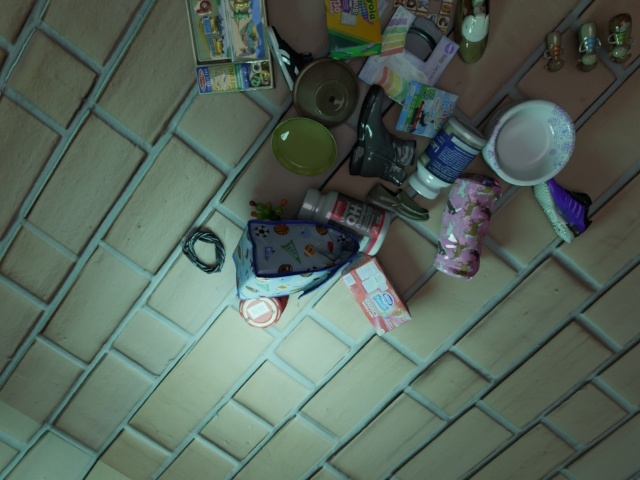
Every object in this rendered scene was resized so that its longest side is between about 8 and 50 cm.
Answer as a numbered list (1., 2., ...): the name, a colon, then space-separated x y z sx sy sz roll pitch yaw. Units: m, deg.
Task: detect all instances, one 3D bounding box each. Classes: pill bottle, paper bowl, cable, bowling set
1. pill bottle: 0.082 -0.079 1.568 0.318 0.176 0.176 21 108 -5
2. paper bowl: 0.705 -0.341 1.470 0.284 0.148 0.284 1 109 2
3. cable: -0.456 0.052 1.709 0.150 0.047 0.184 -39 100 8
4. bowling set: 0.890 -0.620 1.351 0.286 0.200 0.154 -11 109 10
5. pill bottle: 0.435 -0.283 1.481 0.153 0.153 0.265 30 121 -7

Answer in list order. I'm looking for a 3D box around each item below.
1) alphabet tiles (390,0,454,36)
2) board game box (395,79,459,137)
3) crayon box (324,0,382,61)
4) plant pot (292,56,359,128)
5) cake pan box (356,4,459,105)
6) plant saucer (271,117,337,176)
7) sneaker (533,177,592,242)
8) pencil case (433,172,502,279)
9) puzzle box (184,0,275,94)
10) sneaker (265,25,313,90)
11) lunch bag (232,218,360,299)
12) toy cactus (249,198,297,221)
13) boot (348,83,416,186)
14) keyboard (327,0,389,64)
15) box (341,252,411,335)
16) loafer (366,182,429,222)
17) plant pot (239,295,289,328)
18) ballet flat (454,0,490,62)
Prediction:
1. alphabet tiles: 0.334 -0.730 1.431 0.198 0.009 0.237 9 108 -1
2. board game box: 0.367 -0.439 1.449 0.211 0.039 0.160 0 116 -36
3. crayon box: 0.099 -0.733 1.357 0.165 0.081 0.279 -7 88 5
4. plant pot: 0.028 -0.488 1.438 0.237 0.110 0.237 -6 120 -11
5. cake pan box: 0.295 -0.610 1.434 0.245 0.070 0.267 30 110 -11
6. plant saucer: -0.056 -0.338 1.520 0.240 0.037 0.241 8 136 8
7. sneaker: 0.903 -0.145 1.559 0.146 0.102 0.293 -34 109 8
8. pencil case: 0.539 -0.052 1.571 0.160 0.167 0.386 -2 112 -30
9. puzzle box: -0.310 -0.719 1.440 0.272 0.052 0.409 -4 108 4
10. sneaker: -0.094 -0.632 1.430 0.121 0.079 0.217 -30 129 -5
11. lunch bag: -0.089 0.078 1.505 0.385 0.328 0.239 -3 72 -24
12. toy cactus: -0.158 -0.087 1.601 0.219 0.180 0.112 17 77 37
13. boot: 0.238 -0.368 1.503 0.222 0.118 0.338 9 125 -3
14. keyboard: 0.127 -0.712 1.446 0.072 0.014 0.256 37 106 -4
15. box: 0.218 0.198 1.671 0.154 0.142 0.300 -31 105 12
16. loafer: 0.299 -0.143 1.581 0.251 0.094 0.087 21 112 -4
17. plant pot: -0.227 0.247 1.693 0.191 0.174 0.191 1 110 1
18. ballet flat: 0.500 -0.755 1.355 0.116 0.124 0.343 1 109 2
